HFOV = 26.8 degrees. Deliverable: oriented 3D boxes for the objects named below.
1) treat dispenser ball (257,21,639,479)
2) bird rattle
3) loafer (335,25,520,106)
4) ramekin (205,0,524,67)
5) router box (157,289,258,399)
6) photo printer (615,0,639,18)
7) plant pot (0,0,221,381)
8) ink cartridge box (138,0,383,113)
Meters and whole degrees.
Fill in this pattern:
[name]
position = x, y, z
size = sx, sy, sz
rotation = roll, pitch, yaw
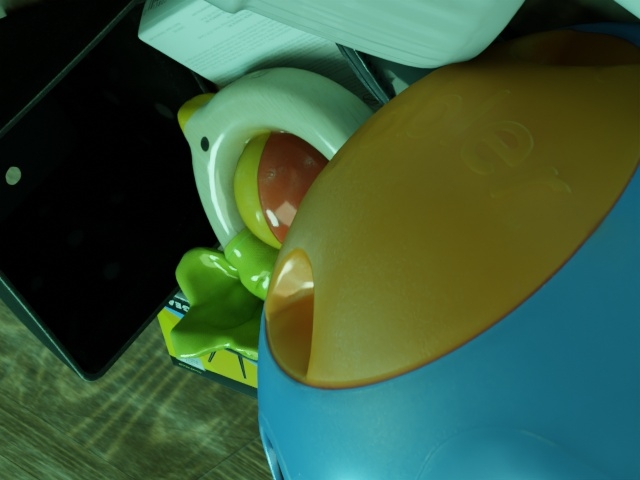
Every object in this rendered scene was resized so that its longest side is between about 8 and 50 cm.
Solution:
[treat dispenser ball]
position = 0.118, 0.055, 0.558
size = 0.288, 0.288, 0.288
rotation = 23, 150, 14
[bird rattle]
position = 0.000, 0.000, 0.789
size = 0.253, 0.143, 0.207
rotation = 7, 126, 53
[loafer]
position = 0.095, -0.064, 0.701
size = 0.223, 0.076, 0.078
rotation = 39, -170, -20
[ramekin]
position = 0.041, -0.162, 0.495
size = 0.109, 0.207, 0.207
rotation = 25, 152, -8
[router box]
position = -0.047, 0.087, 1.114
size = 0.179, 0.046, 0.133
rotation = 20, 150, 19
[photo printer]
position = 0.116, -0.190, 0.335
size = 0.307, 0.256, 0.107
rotation = 35, -176, -6
[plant pot]
position = -0.185, -0.052, 0.908
size = 0.167, 0.187, 0.188
rotation = 21, 152, 41
[ink cartridge box]
position = 0.005, -0.112, 0.785
size = 0.179, 0.045, 0.145
rotation = 26, 156, -31
